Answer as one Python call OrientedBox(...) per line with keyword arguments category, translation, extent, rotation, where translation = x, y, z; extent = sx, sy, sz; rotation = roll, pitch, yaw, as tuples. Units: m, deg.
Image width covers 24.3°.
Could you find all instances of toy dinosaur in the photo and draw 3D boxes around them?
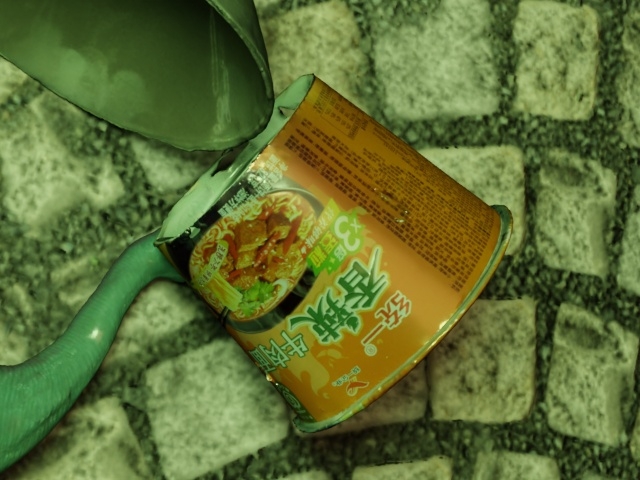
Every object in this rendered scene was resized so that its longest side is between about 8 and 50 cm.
OrientedBox(category="toy dinosaur", translation=(-0.294, 0.070, 1.029), extent=(0.383, 0.129, 0.331), rotation=(26, 63, -22))

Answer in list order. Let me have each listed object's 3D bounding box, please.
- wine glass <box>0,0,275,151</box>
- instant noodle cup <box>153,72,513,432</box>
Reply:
OrientedBox(category="wine glass", translation=(-0.077, -0.305, 1.084), extent=(0.267, 0.267, 0.406), rotation=(33, 68, -21))
OrientedBox(category="instant noodle cup", translation=(0.000, 0.000, 1.105), extent=(0.182, 0.230, 0.230), rotation=(43, 68, -13))
